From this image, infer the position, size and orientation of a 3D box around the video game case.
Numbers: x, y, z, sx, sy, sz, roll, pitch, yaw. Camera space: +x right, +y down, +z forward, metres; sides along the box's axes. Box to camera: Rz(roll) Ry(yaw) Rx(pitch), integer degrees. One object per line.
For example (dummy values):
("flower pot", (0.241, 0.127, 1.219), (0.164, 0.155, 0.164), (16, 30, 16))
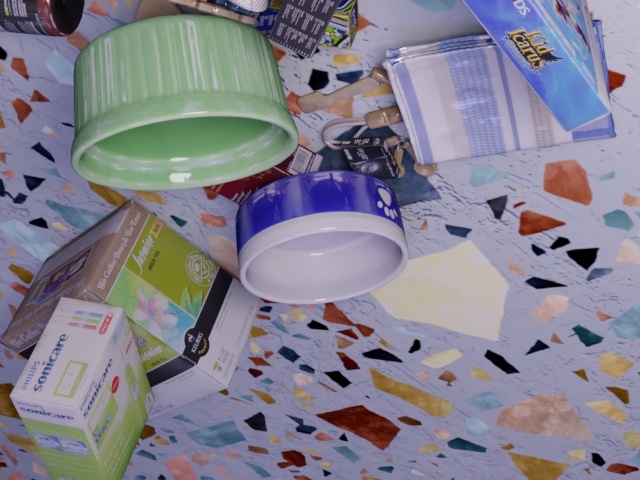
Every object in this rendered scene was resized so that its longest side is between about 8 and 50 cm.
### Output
("video game case", (0.215, -0.288, 1.108), (0.061, 0.244, 0.269), (-23, 140, 27))

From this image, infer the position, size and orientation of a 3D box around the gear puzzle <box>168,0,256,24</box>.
("gear puzzle", (-0.238, -0.352, 1.317), (0.339, 0.175, 0.044), (28, 105, 33))

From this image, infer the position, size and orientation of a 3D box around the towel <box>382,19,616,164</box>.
("towel", (0.243, -0.192, 1.395), (0.285, 0.034, 0.209), (-6, 136, 17))

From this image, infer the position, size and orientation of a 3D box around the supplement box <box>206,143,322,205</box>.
("supplement box", (-0.133, -0.131, 1.629), (0.239, 0.073, 0.130), (28, 142, -9))

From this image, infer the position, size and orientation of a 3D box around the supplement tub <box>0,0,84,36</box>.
("supplement tub", (-0.445, -0.349, 1.477), (0.198, 0.106, 0.106), (8, 140, 15))

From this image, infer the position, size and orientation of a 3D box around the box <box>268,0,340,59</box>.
("box", (0.031, -0.346, 1.122), (0.060, 0.216, 0.270), (25, 162, -5))

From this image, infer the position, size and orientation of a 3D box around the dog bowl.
("dog bowl", (0.000, 0.000, 1.622), (0.265, 0.104, 0.265), (-7, 153, -3))

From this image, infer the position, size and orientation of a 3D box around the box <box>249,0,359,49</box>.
("box", (-0.036, -0.305, 1.394), (0.169, 0.054, 0.059), (9, 141, 12))

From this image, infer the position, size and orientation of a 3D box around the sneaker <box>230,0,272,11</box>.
("sneaker", (-0.103, -0.358, 1.235), (0.153, 0.235, 0.094), (28, 130, 8))

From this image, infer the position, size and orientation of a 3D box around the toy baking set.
("toy baking set", (0.098, -0.169, 1.518), (0.256, 0.030, 0.197), (28, 141, -11))

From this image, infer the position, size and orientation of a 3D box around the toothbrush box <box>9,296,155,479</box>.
("toothbrush box", (-0.393, 0.267, 1.757), (0.122, 0.206, 0.283), (7, 138, 13))

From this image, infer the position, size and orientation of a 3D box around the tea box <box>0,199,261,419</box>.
("tea box", (-0.354, 0.147, 1.939), (0.323, 0.220, 0.329), (39, 137, -24))

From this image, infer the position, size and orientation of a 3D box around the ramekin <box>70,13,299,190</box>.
("ramekin", (-0.188, -0.182, 1.398), (0.303, 0.148, 0.303), (-8, 167, -2))

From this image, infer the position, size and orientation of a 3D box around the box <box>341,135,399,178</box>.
("box", (0.075, -0.123, 1.557), (0.067, 0.018, 0.083), (0, 147, 22))

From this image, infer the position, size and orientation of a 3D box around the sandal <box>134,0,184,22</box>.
("sandal", (-0.251, -0.249, 1.533), (0.088, 0.079, 0.240), (20, 142, -1))
